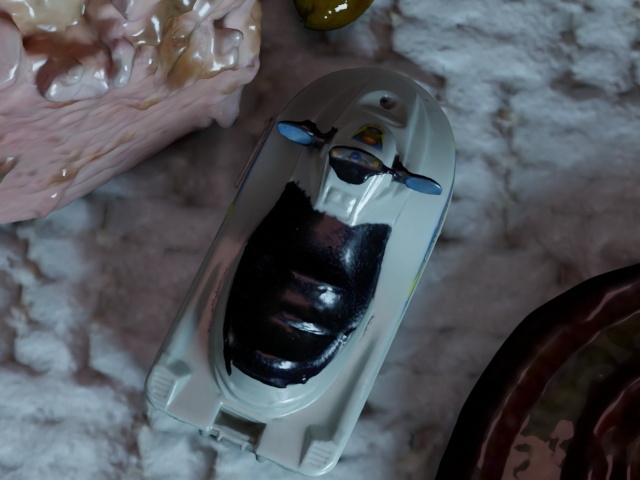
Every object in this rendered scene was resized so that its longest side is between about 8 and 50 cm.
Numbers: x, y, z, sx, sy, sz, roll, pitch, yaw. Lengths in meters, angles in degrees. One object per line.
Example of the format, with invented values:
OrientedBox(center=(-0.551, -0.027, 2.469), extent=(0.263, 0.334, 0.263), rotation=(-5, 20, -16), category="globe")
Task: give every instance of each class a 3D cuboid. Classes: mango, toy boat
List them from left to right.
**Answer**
OrientedBox(center=(-0.003, 0.006, 1.227), extent=(0.141, 0.141, 0.269), rotation=(24, 83, 2), category="toy boat")
OrientedBox(center=(0.012, -0.199, 1.335), extent=(0.077, 0.063, 0.127), rotation=(10, 75, -9), category="mango")

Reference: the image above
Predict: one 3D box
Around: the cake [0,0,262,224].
OrientedBox(center=(-0.202, -0.174, 1.171), extent=(0.307, 0.314, 0.293), rotation=(-26, 77, -17), category="cake")

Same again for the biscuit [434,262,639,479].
OrientedBox(center=(0.268, 0.194, 1.215), extent=(0.407, 0.091, 0.407), rotation=(2, 71, -7), category="biscuit")
